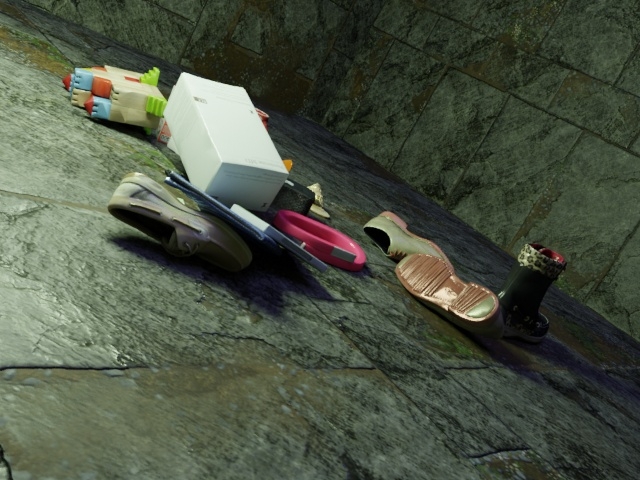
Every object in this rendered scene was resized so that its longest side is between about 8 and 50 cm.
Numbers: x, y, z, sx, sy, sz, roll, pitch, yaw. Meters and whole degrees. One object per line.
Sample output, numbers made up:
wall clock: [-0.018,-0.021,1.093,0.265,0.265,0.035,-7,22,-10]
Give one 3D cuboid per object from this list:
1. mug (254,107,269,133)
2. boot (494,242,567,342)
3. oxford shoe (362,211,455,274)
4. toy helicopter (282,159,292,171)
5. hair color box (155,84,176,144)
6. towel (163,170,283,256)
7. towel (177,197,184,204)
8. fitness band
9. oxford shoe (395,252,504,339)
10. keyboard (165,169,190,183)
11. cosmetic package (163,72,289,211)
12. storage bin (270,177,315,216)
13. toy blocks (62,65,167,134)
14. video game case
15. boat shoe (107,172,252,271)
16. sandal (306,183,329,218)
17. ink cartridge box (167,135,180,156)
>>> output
mug: [-0.255,-0.407,2.453,0.150,0.169,0.113,26,14,-8]
boot: [0.661,0.164,2.013,0.377,0.284,0.138,14,21,-42]
oxford shoe: [0.283,0.045,2.123,0.130,0.123,0.348,-26,53,-40]
toy helicopter: [-0.233,-0.299,2.221,0.234,0.140,0.355,23,11,-20]
hair color box: [-0.462,-0.392,2.031,0.053,0.167,0.093,20,17,-26]
towel: [-0.201,-0.044,1.432,0.243,0.040,0.336,33,-4,6]
towel: [-0.355,-0.082,1.485,0.113,0.023,0.152,22,16,-26]
fitness band: [0.000,0.000,1.819,0.290,0.054,0.209,24,13,-21]
oxford shoe: [0.360,0.165,1.849,0.397,0.140,0.146,40,-13,51]
keyboard: [-0.323,-0.156,1.762,0.192,0.038,0.100,17,19,-35]
cosmetic package: [-0.265,-0.267,1.766,0.217,0.156,0.385,4,43,-40]
storage bin: [-0.113,-0.144,2.016,0.180,0.084,0.122,28,15,-8]
toy blocks: [-0.633,-0.447,1.956,0.260,0.191,0.381,7,23,-28]
video game case: [-0.101,-0.007,1.532,0.193,0.023,0.212,36,-4,-32]
boat shoe: [-0.275,-0.012,1.282,0.302,0.109,0.098,35,48,-20]
sandal: [-0.036,-0.169,2.243,0.088,0.079,0.240,13,22,-45]
ink cartridge box: [-0.367,-0.284,1.969,0.180,0.104,0.060,34,17,18]
